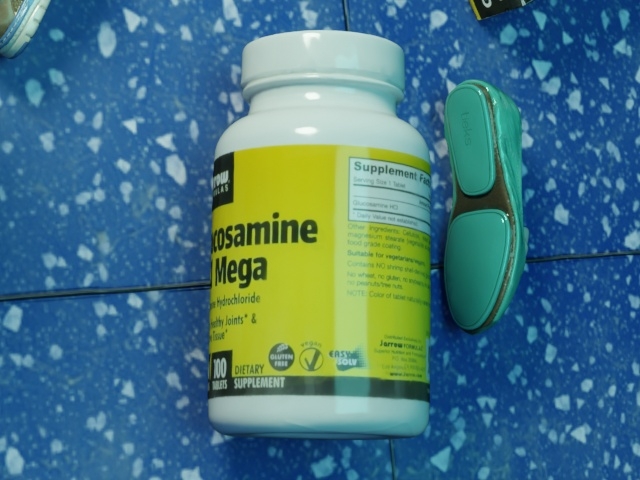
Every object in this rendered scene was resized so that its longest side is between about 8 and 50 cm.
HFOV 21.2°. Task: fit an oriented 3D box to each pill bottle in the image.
[{"bbox_3d":[0.000,0.000,1.454,0.188,0.188,0.333,7,79,-35],"label":"pill bottle"}]

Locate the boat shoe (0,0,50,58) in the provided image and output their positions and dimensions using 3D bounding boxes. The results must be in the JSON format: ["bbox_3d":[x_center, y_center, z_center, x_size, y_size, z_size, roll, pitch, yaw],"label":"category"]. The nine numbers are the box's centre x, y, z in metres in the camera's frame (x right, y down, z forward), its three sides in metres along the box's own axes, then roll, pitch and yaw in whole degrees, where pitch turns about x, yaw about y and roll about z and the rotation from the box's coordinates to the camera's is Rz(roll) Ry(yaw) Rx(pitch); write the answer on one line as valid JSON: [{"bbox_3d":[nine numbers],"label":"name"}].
[{"bbox_3d":[-0.238,-0.242,1.389,0.066,0.066,0.183,30,67,-28],"label":"boat shoe"}]

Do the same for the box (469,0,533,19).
[{"bbox_3d":[0.236,-0.405,1.749,0.322,0.079,0.257,-33,105,-34],"label":"box"}]

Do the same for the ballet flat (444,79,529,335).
[{"bbox_3d":[0.169,-0.032,1.650,0.087,0.083,0.247,3,83,-50],"label":"ballet flat"}]
